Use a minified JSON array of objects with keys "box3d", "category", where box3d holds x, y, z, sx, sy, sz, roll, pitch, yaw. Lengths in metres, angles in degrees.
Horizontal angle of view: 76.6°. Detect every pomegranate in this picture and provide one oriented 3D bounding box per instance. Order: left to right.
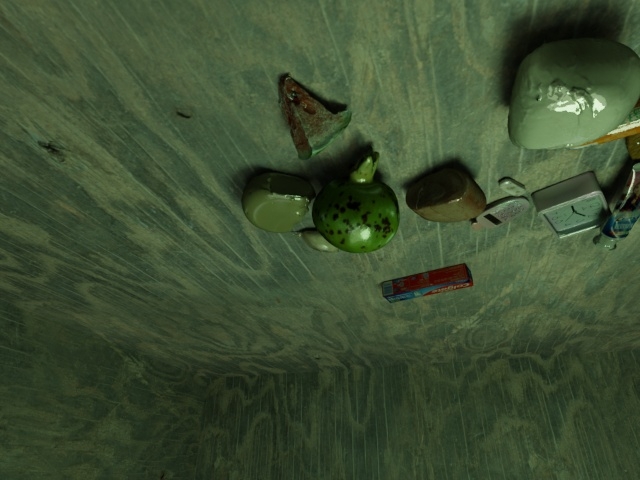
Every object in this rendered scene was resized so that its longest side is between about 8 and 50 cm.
[{"box3d":[0.087,-0.087,0.953,0.211,0.211,0.263,1,117,-1],"category":"pomegranate"}]

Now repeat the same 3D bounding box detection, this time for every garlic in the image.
[{"box3d":[0.001,0.006,1.221,0.152,0.066,0.084,17,148,-31],"category":"garlic"}]

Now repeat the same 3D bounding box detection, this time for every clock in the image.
[{"box3d":[0.665,-0.083,1.067,0.150,0.063,0.197,-24,142,34],"category":"clock"}]

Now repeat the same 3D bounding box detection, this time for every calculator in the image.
[{"box3d":[0.494,-0.074,1.125,0.103,0.024,0.166,23,141,-35],"category":"calculator"}]

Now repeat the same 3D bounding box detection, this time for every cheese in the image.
[{"box3d":[-0.114,-0.091,1.034,0.175,0.091,0.202,6,151,-12],"category":"cheese"},{"box3d":[0.428,-0.248,0.691,0.189,0.154,0.198,9,159,22],"category":"cheese"}]

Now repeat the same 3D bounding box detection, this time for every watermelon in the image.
[{"box3d":[-0.036,-0.222,0.794,0.158,0.121,0.098,24,164,-28],"category":"watermelon"}]

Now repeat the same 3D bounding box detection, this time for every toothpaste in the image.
[{"box3d":[0.387,0.161,1.490,0.320,0.066,0.076,-16,146,28],"category":"toothpaste"},{"box3d":[0.748,-0.081,0.982,0.096,0.061,0.266,-6,136,-1],"category":"toothpaste"}]

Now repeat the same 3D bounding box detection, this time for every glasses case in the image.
[{"box3d":[0.485,-0.133,1.022,0.083,0.021,0.032,19,143,-29],"category":"glasses case"}]

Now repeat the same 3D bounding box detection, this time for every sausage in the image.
[{"box3d":[0.572,-0.230,0.783,0.234,0.071,0.071,-14,148,41],"category":"sausage"}]

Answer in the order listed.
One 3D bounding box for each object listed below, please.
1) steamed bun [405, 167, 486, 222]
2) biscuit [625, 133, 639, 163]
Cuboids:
[{"box3d":[0.310,-0.106,0.997,0.145,0.106,0.175,21,158,-40],"category":"steamed bun"},{"box3d":[0.764,-0.245,0.812,0.262,0.037,0.262,0,150,0],"category":"biscuit"}]
